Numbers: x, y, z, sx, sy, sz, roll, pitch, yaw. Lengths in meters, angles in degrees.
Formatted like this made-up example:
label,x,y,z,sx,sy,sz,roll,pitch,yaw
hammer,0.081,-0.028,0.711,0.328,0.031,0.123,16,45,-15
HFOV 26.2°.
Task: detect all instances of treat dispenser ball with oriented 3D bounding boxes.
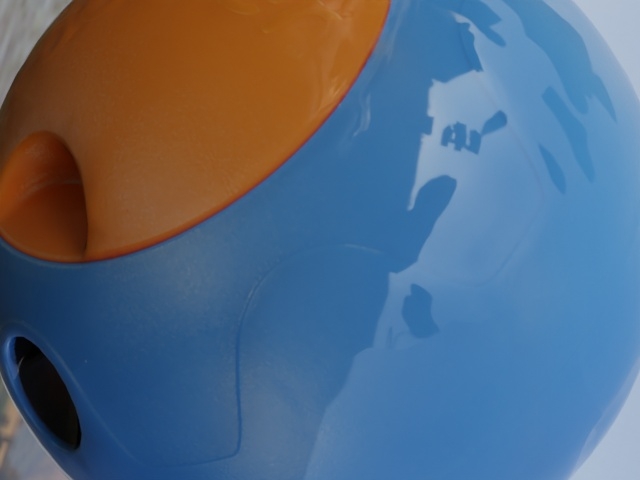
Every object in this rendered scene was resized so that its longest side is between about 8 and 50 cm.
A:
label,x,y,z,sx,sy,sz,roll,pitch,yaw
treat dispenser ball,0.000,0.000,0.586,0.288,0.288,0.288,-161,-90,-79
